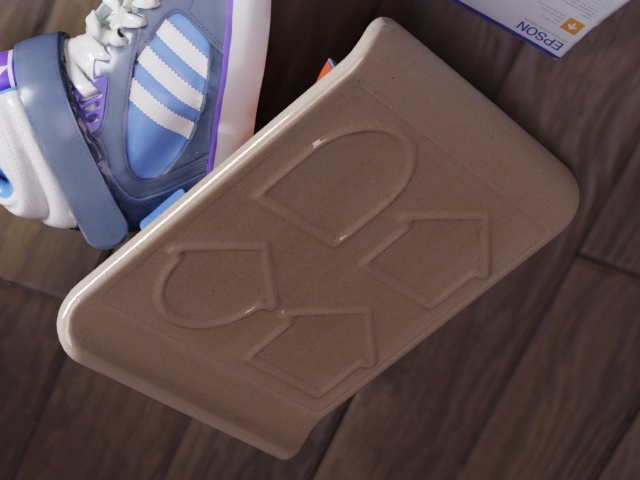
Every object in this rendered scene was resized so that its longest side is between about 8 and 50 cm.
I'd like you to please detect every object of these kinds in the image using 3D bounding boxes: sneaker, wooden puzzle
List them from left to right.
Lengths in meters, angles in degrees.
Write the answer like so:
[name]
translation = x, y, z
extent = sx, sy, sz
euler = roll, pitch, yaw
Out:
[sneaker]
translation = -0.167, -0.148, 1.480
extent = 0.236, 0.130, 0.323
euler = 2, 122, -9
[wooden puzzle]
translation = 0.000, 0.000, 1.535
extent = 0.348, 0.080, 0.322
euler = -43, 140, 12

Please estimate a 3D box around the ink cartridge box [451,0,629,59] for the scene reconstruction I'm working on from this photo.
[ink cartridge box]
translation = 0.161, -0.251, 1.458
extent = 0.223, 0.045, 0.224
euler = 27, 144, -21
